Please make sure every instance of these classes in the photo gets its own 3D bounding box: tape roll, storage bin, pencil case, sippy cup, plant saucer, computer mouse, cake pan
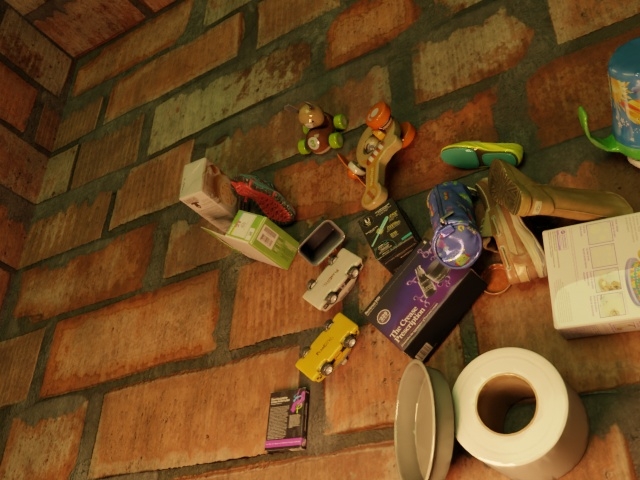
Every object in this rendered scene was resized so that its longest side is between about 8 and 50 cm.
[{"bbox_3d":[0.413,0.364,1.405,0.246,0.169,0.246,-18,52,26],"label":"tape roll"},{"bbox_3d":[0.000,0.000,2.015,0.135,0.098,0.091,-45,18,4],"label":"storage bin"},{"bbox_3d":[0.328,-0.049,1.682,0.119,0.133,0.306,-28,20,18],"label":"pencil case"},{"bbox_3d":[0.761,-0.338,1.531,0.305,0.224,0.240,-43,34,-11],"label":"sippy cup"},{"bbox_3d":[0.435,0.097,1.672,0.084,0.013,0.083,-18,53,26],"label":"plant saucer"},{"bbox_3d":[0.562,-0.014,1.641,0.071,0.041,0.242,-25,57,21],"label":"computer mouse"},{"bbox_3d":[0.224,0.408,1.479,0.054,0.293,0.293,6,57,-8],"label":"cake pan"}]

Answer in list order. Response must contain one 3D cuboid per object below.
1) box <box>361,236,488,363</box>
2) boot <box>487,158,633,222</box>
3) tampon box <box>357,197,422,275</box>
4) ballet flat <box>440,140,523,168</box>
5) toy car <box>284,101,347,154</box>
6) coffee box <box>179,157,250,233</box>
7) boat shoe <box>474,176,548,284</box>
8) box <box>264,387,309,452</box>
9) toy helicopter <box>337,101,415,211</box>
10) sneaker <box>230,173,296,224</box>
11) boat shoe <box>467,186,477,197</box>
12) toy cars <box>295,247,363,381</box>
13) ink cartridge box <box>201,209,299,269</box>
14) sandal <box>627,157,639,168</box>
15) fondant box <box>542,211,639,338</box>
[{"bbox_3d":[0.258,0.150,1.701,0.261,0.103,0.184,-51,40,0],"label":"box"},{"bbox_3d":[0.550,-0.106,1.586,0.236,0.270,0.089,-102,20,-56],"label":"boot"},{"bbox_3d":[0.198,-0.010,1.856,0.120,0.101,0.161,-35,46,13],"label":"tampon box"},{"bbox_3d":[0.446,-0.240,1.854,0.231,0.077,0.077,9,46,37],"label":"ballet flat"},{"bbox_3d":[-0.029,-0.387,2.211,0.155,0.188,0.148,-6,59,34],"label":"toy car"},{"bbox_3d":[-0.344,-0.143,2.245,0.098,0.246,0.141,-17,55,27],"label":"coffee box"},{"bbox_3d":[0.444,-0.027,1.667,0.116,0.123,0.324,-28,47,11],"label":"boat shoe"},{"bbox_3d":[-0.087,0.478,1.800,0.116,0.029,0.162,-14,56,28],"label":"box"},{"bbox_3d":[0.150,-0.221,2.001,0.235,0.140,0.355,-32,38,38],"label":"toy helicopter"},{"bbox_3d":[-0.165,-0.148,2.214,0.262,0.125,0.104,37,121,22],"label":"sneaker"},{"bbox_3d":[0.364,-0.120,1.843,0.137,0.049,0.043,0,65,39],"label":"boat shoe"},{"bbox_3d":[0.039,0.207,1.850,0.177,0.087,0.393,-12,52,24],"label":"toy cars"},{"bbox_3d":[-0.220,-0.013,2.107,0.255,0.189,0.097,16,74,42],"label":"ink cartridge box"},{"bbox_3d":[0.804,-0.147,1.525,0.102,0.076,0.265,-28,26,0],"label":"sandal"},{"bbox_3d":[0.663,0.068,1.447,0.330,0.096,0.238,-13,60,29],"label":"fondant box"}]
